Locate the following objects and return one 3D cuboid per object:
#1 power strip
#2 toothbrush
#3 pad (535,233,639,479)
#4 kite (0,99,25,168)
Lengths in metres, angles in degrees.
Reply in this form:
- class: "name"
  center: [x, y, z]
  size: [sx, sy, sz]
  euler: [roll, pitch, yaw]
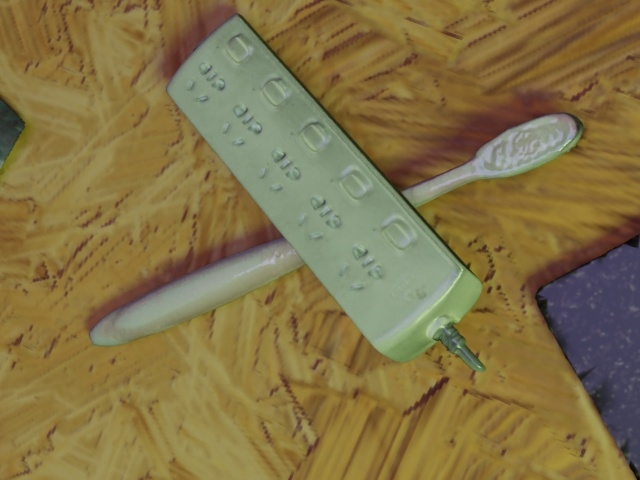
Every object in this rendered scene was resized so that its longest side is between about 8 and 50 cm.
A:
- class: "power strip"
  center: [0.001, -0.026, 0.553]
  size: [0.060, 0.027, 0.253]
  euler: [-44, 67, 10]
- class: "toothbrush"
  center: [0.000, 0.000, 0.582]
  size: [0.307, 0.029, 0.025]
  euler: [-24, 79, 17]
- class: "pad"
  center: [0.297, 0.042, 0.495]
  size: [0.330, 0.004, 0.220]
  euler: [-30, 84, 15]
- class: "kite"
  center: [-0.316, 0.007, 0.681]
  size: [0.169, 0.015, 0.310]
  euler: [33, 98, 16]
